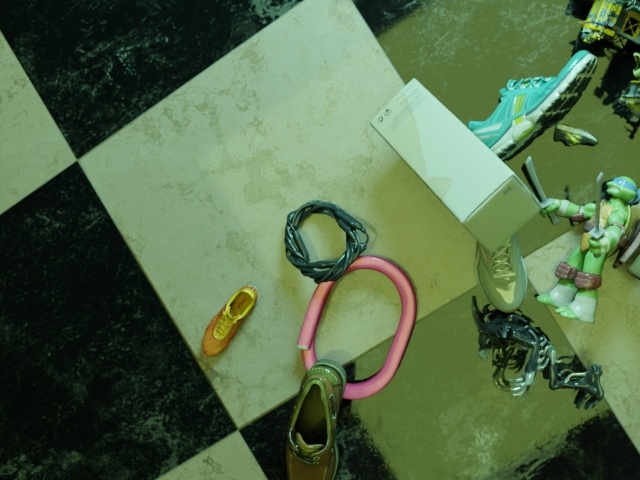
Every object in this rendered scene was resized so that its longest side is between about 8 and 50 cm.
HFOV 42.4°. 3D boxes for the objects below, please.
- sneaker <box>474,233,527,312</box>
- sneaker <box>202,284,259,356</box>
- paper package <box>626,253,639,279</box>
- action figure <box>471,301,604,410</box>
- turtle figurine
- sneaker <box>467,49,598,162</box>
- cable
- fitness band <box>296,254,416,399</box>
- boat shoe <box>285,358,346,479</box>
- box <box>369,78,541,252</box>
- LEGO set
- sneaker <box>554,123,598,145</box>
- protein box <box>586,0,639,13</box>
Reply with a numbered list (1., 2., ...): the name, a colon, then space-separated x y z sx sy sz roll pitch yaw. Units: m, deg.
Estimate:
1. sneaker: 0.329 0.009 1.541 0.099 0.121 0.263 -10 89 12
2. sneaker: -0.191 0.162 1.675 0.064 0.067 0.175 34 99 7
3. paper package: 0.718 0.088 1.335 0.309 0.325 0.168 31 98 -9
4. action figure: 0.380 0.226 1.521 0.275 0.164 0.141 28 92 4
5. turtle figurine: 0.448 -0.003 1.485 0.197 0.274 0.266 24 102 44
6. sneaker: 0.380 -0.254 1.508 0.275 0.107 0.110 -41 72 32
7. cable: 0.000 0.000 1.624 0.184 0.047 0.151 35 93 30
8. fitness band: 0.073 0.171 1.630 0.209 0.054 0.291 20 96 10
9. boat shoe: -0.023 0.387 1.607 0.110 0.104 0.307 8 105 15
10. box: 0.236 -0.137 1.472 0.121 0.148 0.311 -44 49 9
11. LEGO set: 0.575 -0.295 1.396 0.254 0.331 0.192 19 97 -22
12. sneaker: 0.481 -0.194 1.556 0.083 0.031 0.035 23 109 14
13. protein box: 0.588 -0.512 1.470 0.201 0.136 0.200 22 96 9
